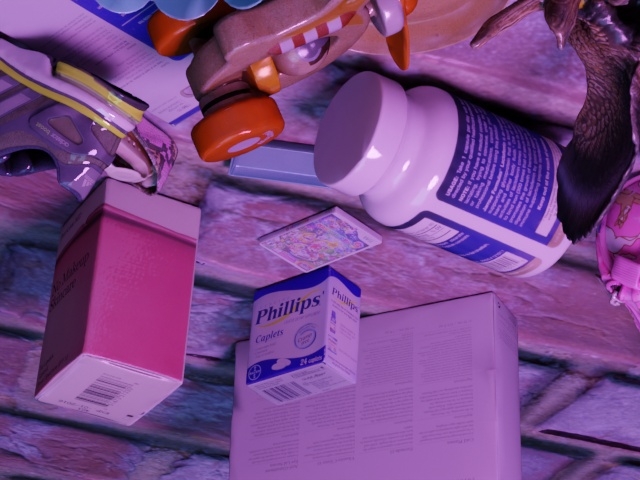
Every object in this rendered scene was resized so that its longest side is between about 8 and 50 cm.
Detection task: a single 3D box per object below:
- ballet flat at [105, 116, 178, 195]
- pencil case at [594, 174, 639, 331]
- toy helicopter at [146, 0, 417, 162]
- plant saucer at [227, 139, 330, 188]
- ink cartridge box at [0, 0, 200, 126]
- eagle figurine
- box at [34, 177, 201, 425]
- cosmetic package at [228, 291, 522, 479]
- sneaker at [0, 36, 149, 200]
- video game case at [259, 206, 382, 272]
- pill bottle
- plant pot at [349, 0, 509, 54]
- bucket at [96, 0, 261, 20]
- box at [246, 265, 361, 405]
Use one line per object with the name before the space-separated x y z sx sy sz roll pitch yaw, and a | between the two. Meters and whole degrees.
ballet flat | -0.228 -0.116 1.759 0.077 0.079 0.221 -15 144 29
pencil case | 0.437 0.072 1.941 0.167 0.160 0.386 -12 147 22
toy helicopter | 0.020 -0.206 1.449 0.235 0.140 0.355 -17 169 -33
plant saucer | -0.004 -0.083 1.854 0.192 0.018 0.067 8 149 -7
ink cartridge box | -0.214 -0.231 1.582 0.333 0.065 0.165 30 140 -35
eagle figurine | 0.281 -0.161 1.550 0.226 0.225 0.298 -19 133 15
box | -0.232 0.072 1.922 0.127 0.232 0.148 19 145 -24
cosmetic package | 0.066 0.242 2.133 0.377 0.284 0.097 -12 146 24
sneaker | -0.317 -0.132 1.621 0.300 0.121 0.111 20 172 28
video game case | 0.000 0.000 1.998 0.122 0.011 0.087 -22 141 35
pill bottle | 0.134 -0.070 1.733 0.265 0.153 0.153 22 144 -29
plant pot | 0.063 -0.255 1.549 0.236 0.032 0.236 2 150 1
bucket | -0.119 -0.327 1.299 0.281 0.183 0.281 2 150 1
box | -0.021 0.119 2.075 0.126 0.137 0.072 -19 141 32
